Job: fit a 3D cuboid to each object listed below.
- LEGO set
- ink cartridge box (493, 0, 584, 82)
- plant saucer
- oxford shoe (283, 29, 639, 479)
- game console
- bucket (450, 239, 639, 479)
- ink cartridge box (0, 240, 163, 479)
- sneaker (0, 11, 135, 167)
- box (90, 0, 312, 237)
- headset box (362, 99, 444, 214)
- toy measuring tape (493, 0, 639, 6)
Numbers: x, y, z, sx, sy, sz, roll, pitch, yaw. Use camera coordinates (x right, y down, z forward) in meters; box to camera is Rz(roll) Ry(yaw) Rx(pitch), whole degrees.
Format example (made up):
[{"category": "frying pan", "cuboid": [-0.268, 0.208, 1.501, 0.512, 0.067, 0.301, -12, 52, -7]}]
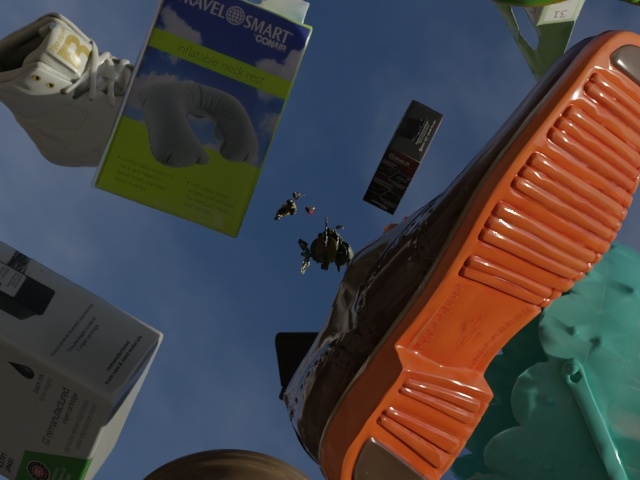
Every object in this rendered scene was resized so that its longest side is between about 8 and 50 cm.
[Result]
[{"category": "LEGO set", "cuboid": [0.001, -0.002, 1.125, 0.054, 0.023, 0.083, -28, -97, 30]}, {"category": "ink cartridge box", "cuboid": [0.206, -0.277, 1.413, 0.235, 0.056, 0.171, 106, -31, -51]}, {"category": "plant saucer", "cuboid": [-0.112, 0.375, 1.680, 0.277, 0.041, 0.278, -1, -65, -2]}, {"category": "oxford shoe", "cuboid": [0.090, 0.002, 0.955, 0.364, 0.130, 0.133, -54, -138, 5]}, {"category": "game console", "cuboid": [0.015, 0.155, 1.590, 0.122, 0.107, 0.071, -4, -117, 46]}, {"category": "bucket", "cuboid": [0.245, 0.130, 1.245, 0.183, 0.281, 0.281, 21, -54, 2]}, {"category": "ink cartridge box", "cuboid": [-0.245, 0.089, 1.068, 0.208, 0.087, 0.153, 29, -48, 3]}, {"category": "sneaker", "cuboid": [-0.207, -0.148, 1.403, 0.292, 0.108, 0.169, -1, -32, 28]}, {"category": "box", "cuboid": [-0.079, -0.103, 0.984, 0.042, 0.109, 0.178, -166, -85, -75]}, {"category": "headset box", "cuboid": [0.070, -0.072, 1.177, 0.032, 0.062, 0.083, 27, -38, 1]}, {"category": "toy measuring tape", "cuboid": [0.140, -0.146, 0.799, 0.121, 0.121, 0.330, -50, -133, 42]}]
